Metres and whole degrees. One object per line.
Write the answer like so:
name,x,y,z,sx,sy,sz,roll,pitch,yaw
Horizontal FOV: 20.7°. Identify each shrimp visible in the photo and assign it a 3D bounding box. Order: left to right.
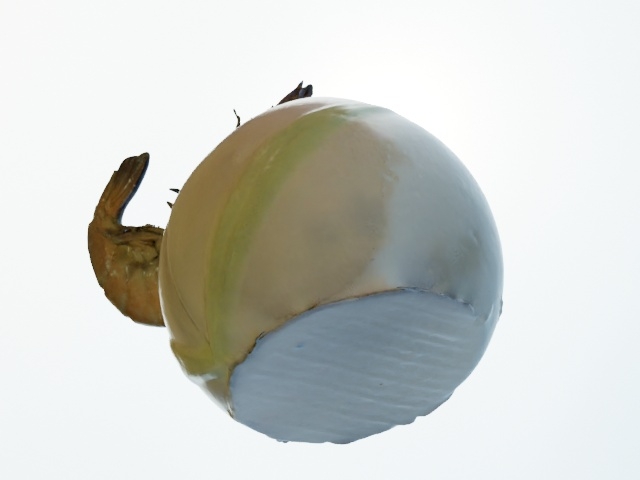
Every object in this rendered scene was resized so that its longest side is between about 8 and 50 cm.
shrimp,-0.124,-0.055,1.702,0.296,0.169,0.058,-56,159,11

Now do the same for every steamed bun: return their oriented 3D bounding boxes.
steamed bun,0.000,0.000,1.504,0.309,0.309,0.309,-56,-159,34
